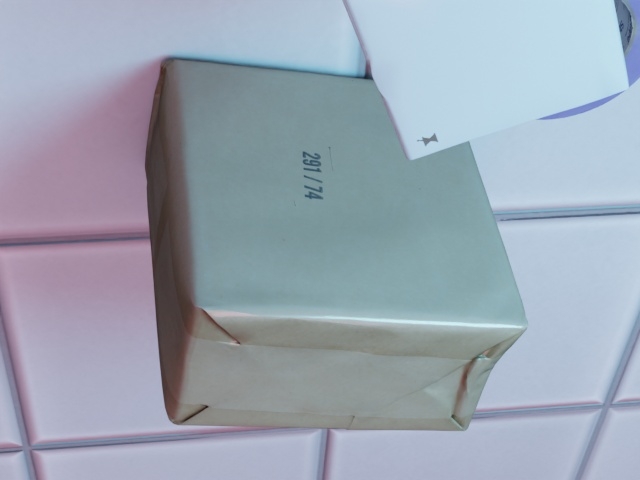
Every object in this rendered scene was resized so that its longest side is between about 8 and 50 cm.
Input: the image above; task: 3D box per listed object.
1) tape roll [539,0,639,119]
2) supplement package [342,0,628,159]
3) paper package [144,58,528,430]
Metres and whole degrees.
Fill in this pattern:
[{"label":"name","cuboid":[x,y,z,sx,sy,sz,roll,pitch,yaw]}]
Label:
[{"label":"tape roll","cuboid":[0.220,-0.209,1.126,0.189,0.080,0.189,-5,137,-5]},{"label":"supplement package","cuboid":[0.100,-0.239,0.914,0.175,0.293,0.177,-17,138,9]},{"label":"paper package","cuboid":[0.000,0.000,1.133,0.310,0.324,0.168,3,137,-15]}]
